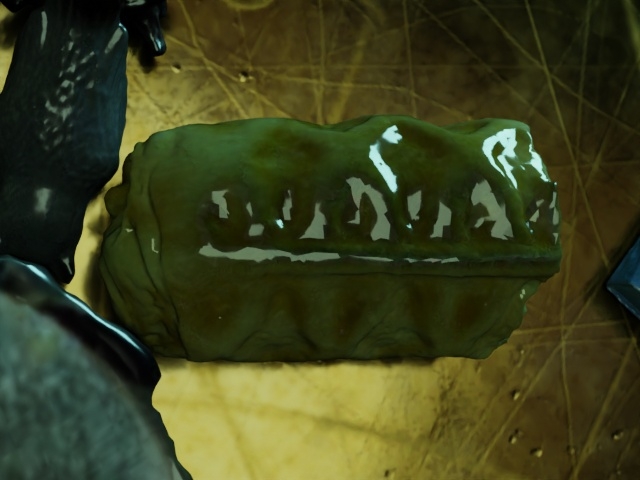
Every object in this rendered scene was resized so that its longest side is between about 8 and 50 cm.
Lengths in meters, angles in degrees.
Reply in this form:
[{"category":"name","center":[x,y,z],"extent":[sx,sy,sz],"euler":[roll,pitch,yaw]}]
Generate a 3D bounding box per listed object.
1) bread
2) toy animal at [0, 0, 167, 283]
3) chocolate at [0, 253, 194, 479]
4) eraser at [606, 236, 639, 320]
[{"category":"bread","center":[0.000,0.000,0.774],"extent":[0.268,0.130,0.152],"euler":[-1,87,-15]},{"category":"toy animal","center":[-0.142,-0.083,0.753],"extent":[0.121,0.117,0.210],"euler":[9,77,-21]},{"category":"chocolate","center":[-0.233,0.168,0.640],"extent":[0.303,0.213,0.303],"euler":[23,58,-42]},{"category":"eraser","center":[0.356,0.084,0.903],"extent":[0.312,0.042,0.144],"euler":[44,74,-6]}]
